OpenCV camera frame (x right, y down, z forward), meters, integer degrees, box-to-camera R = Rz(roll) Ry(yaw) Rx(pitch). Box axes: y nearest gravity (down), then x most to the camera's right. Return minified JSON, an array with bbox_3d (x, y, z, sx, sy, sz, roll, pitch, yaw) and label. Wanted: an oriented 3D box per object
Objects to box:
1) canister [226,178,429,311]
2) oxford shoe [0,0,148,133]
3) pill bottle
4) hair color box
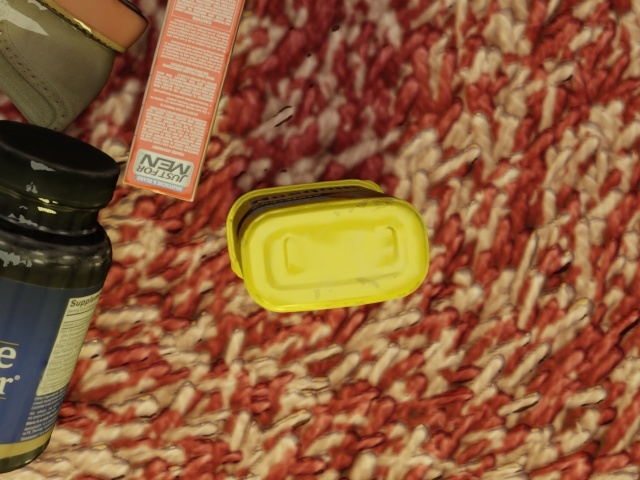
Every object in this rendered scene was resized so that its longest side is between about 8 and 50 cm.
[{"bbox_3d":[0.000,0.000,0.670,0.126,0.170,0.073,-6,97,-7],"label":"canister"},{"bbox_3d":[-0.295,-0.195,0.640,0.348,0.123,0.130,32,97,-8],"label":"oxford shoe"},{"bbox_3d":[-0.215,0.036,0.655,0.123,0.123,0.219,19,104,-9],"label":"pill bottle"},{"bbox_3d":[-0.094,-0.117,0.685,0.053,0.093,0.167,16,95,-9],"label":"hair color box"}]
